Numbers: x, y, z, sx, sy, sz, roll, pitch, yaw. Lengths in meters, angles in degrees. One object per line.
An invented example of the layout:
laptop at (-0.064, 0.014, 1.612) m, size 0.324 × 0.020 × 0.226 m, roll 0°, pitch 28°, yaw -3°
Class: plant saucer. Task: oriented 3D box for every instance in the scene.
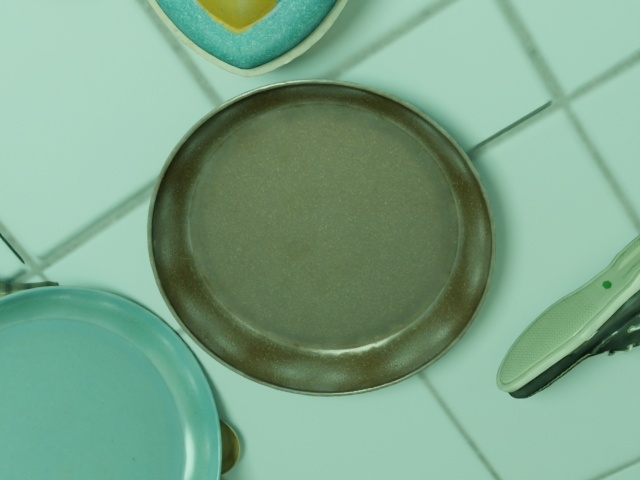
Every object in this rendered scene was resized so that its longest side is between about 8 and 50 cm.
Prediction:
plant saucer at (-0.124, 0.211, 0.962) m, size 0.084 × 0.015 × 0.083 m, roll 2°, pitch 114°, yaw 4°
plant saucer at (0.000, 0.000, 0.837) m, size 0.311 × 0.050 × 0.310 m, roll 1°, pitch 114°, yaw 3°
plant saucer at (-0.240, 0.201, 0.848) m, size 0.317 × 0.317 × 0.044 m, roll 52°, pitch 148°, yaw -17°

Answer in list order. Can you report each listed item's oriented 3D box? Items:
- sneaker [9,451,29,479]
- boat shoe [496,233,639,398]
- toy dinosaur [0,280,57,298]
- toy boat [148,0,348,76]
sneaker at (-0.433, 0.190, 0.905) m, size 0.366 × 0.150 × 0.135 m, roll -3°, pitch 113°, yaw 6°
boat shoe at (0.261, 0.076, 0.831) m, size 0.233 × 0.084 × 0.079 m, roll -41°, pitch 105°, yaw 17°
toy dinosaur at (-0.402, 0.026, 0.879) m, size 0.268 × 0.064 × 0.118 m, roll 30°, pitch 107°, yaw -13°
toy boat at (-0.122, -0.246, 0.680) m, size 0.318 × 0.148 × 0.267 m, roll -2°, pitch 115°, yaw 5°
